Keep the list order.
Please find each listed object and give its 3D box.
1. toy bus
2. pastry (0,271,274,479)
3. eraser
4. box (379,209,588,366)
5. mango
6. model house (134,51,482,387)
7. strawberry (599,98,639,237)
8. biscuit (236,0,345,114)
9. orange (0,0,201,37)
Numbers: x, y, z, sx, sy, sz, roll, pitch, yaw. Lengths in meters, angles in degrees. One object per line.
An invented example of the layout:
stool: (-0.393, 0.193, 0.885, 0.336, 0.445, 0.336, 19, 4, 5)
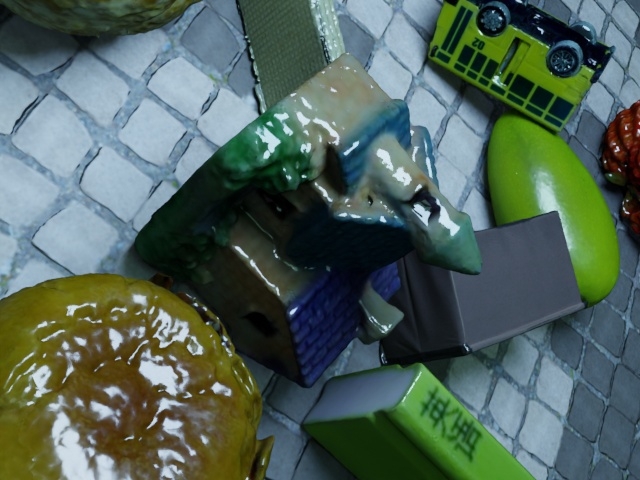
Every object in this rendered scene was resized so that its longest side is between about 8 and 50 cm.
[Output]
toy bus: (0.302, -0.295, 1.224, 0.262, 0.150, 0.128, 32, 43, 10)
pastry: (-0.201, 0.192, 0.752, 0.356, 0.164, 0.356, 26, 48, -32)
eraser: (0.134, 0.275, 0.965, 0.274, 0.210, 0.092, 46, 56, -13)
box: (0.212, 0.064, 1.089, 0.252, 0.188, 0.153, -11, 84, -34)
mango: (0.360, -0.056, 1.242, 0.192, 0.156, 0.343, -2, 72, -45)
model house: (0.000, 0.000, 0.874, 0.280, 0.312, 0.245, 50, 52, -5)
strawberry: (0.693, -0.140, 1.377, 0.267, 0.351, 0.312, -9, 77, -44)
biscuit: (-0.037, -0.271, 1.032, 0.052, 0.150, 0.252, -9, 81, -43)
orange: (-0.235, -0.362, 0.883, 0.271, 0.210, 0.369, 46, 58, -8)
